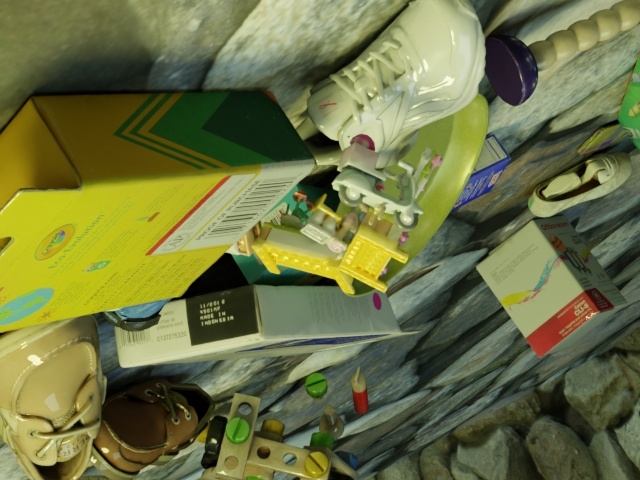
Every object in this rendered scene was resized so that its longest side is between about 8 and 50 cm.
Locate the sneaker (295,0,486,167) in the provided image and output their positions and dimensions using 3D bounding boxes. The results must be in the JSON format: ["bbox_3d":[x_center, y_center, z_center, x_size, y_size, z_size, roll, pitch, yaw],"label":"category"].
[{"bbox_3d":[0.049,-0.122,1.175,0.115,0.090,0.232,-16,158,-34],"label":"sneaker"}]

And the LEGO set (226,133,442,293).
[{"bbox_3d":[0.017,-0.031,1.242,0.287,0.132,0.107,-14,-136,60],"label":"LEGO set"}]

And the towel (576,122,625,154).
[{"bbox_3d":[0.385,-0.142,1.891,0.083,0.009,0.060,-21,161,-35],"label":"towel"}]

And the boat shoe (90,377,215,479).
[{"bbox_3d":[-0.208,0.210,1.692,0.104,0.111,0.307,-37,174,6],"label":"boat shoe"}]

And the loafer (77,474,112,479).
[{"bbox_3d":[-0.382,0.404,1.961,0.268,0.102,0.092,-19,164,-9],"label":"loafer"}]

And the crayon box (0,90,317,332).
[{"bbox_3d":[-0.173,-0.021,1.067,0.202,0.081,0.318,-42,162,31],"label":"crayon box"}]

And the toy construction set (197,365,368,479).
[{"bbox_3d":[-0.043,0.299,2.112,0.309,0.257,0.237,-48,158,-21],"label":"toy construction set"}]

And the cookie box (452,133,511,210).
[{"bbox_3d":[0.155,-0.068,1.621,0.107,0.040,0.092,-26,163,-20],"label":"cookie box"}]

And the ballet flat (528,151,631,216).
[{"bbox_3d":[0.364,-0.082,1.956,0.168,0.057,0.052,-29,155,-11],"label":"ballet flat"}]

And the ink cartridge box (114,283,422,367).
[{"bbox_3d":[-0.046,0.093,1.552,0.175,0.069,0.371,-13,170,28],"label":"ink cartridge box"}]

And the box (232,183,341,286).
[{"bbox_3d":[0.000,0.000,1.499,0.100,0.060,0.244,-37,164,18],"label":"box"}]

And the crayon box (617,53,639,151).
[{"bbox_3d":[0.466,-0.204,1.720,0.165,0.081,0.278,-30,165,-4],"label":"crayon box"}]

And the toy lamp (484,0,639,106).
[{"bbox_3d":[0.286,-0.215,1.362,0.274,0.080,0.080,-24,163,-17],"label":"toy lamp"}]

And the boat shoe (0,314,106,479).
[{"bbox_3d":[-0.259,0.160,1.402,0.121,0.110,0.341,-26,164,-19],"label":"boat shoe"}]

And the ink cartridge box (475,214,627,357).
[{"bbox_3d":[0.354,0.067,2.167,0.127,0.176,0.128,-43,162,28],"label":"ink cartridge box"}]

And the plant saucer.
[{"bbox_3d":[0.083,-0.053,1.418,0.241,0.037,0.241,-45,156,-26],"label":"plant saucer"}]

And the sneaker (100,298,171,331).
[{"bbox_3d":[-0.189,0.055,1.314,0.152,0.058,0.085,-21,154,-54],"label":"sneaker"}]
